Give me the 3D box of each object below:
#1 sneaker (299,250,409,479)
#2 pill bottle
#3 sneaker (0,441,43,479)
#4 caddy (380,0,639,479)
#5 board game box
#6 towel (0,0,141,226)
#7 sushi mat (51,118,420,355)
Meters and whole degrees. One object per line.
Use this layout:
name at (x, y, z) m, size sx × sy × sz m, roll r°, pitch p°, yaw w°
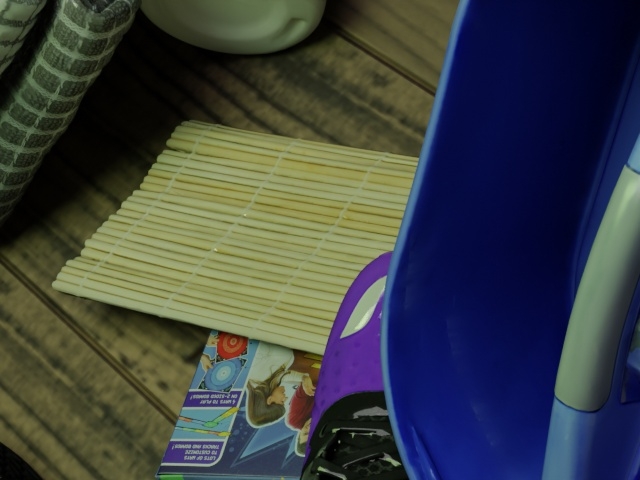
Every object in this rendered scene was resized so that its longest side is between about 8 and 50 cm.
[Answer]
sneaker at (0.030, 0.137, 0.773) m, size 0.102 × 0.146 × 0.293 m, roll 1°, pitch 75°, yaw 17°
pill bottle at (-0.045, -0.242, 1.119) m, size 0.124 × 0.124 × 0.221 m, roll -6°, pitch 60°, yaw 25°
sneaker at (-0.182, 0.198, 0.961) m, size 0.097 × 0.084 × 0.234 m, roll -40°, pitch 52°, yaw 3°
caddy at (0.151, 0.006, 0.668) m, size 0.241 × 0.179 × 0.341 m, roll 29°, pitch 116°, yaw 34°
board game box at (0.023, 0.082, 0.935) m, size 0.201 × 0.035 × 0.136 m, roll -1°, pitch 50°, yaw 27°
towel at (-0.206, -0.172, 1.113) m, size 0.235 × 0.121 × 0.283 m, roll -50°, pitch 36°, yaw 43°
sushi mat at (0.000, 0.000, 0.987) m, size 0.316 × 0.019 × 0.151 m, roll 11°, pitch 54°, yaw 36°
